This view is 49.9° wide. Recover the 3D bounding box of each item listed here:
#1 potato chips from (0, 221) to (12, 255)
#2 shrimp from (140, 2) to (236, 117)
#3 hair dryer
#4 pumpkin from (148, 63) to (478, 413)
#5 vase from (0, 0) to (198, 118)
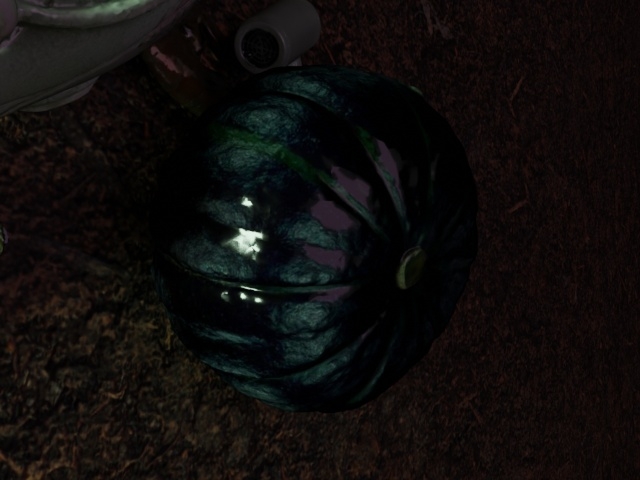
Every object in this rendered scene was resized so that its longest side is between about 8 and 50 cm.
[{"bbox_3d":[-0.316,0.008,0.543,0.142,0.026,0.209,-7,89,-48],"label":"potato chips"},{"bbox_3d":[-0.119,-0.190,0.783,0.251,0.052,0.143,50,38,-45],"label":"shrimp"},{"bbox_3d":[-0.038,-0.173,0.865,0.131,0.073,0.236,-61,146,-56],"label":"hair dryer"},{"bbox_3d":[0.000,0.000,0.724,0.363,0.266,0.363,-20,118,-44],"label":"pumpkin"},{"bbox_3d":[-0.234,-0.192,0.501,0.250,0.250,0.445,53,51,-33],"label":"vase"}]
